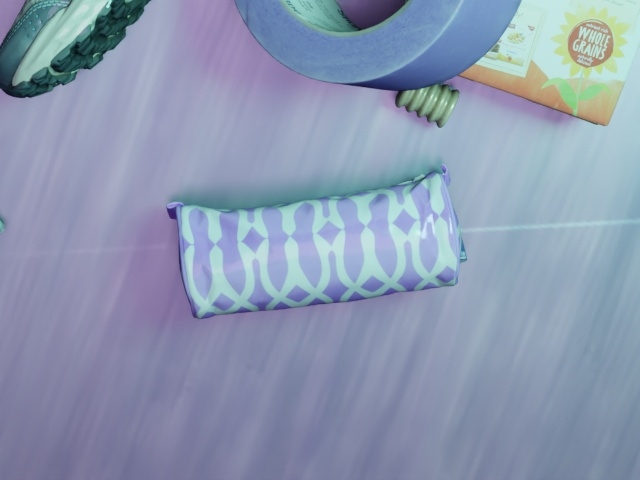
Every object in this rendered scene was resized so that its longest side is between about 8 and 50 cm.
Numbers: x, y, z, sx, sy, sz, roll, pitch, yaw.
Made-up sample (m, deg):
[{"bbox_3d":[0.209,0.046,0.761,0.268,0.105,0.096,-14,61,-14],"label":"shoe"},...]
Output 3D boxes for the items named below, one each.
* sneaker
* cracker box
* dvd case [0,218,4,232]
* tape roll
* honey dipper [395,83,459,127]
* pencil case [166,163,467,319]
[{"bbox_3d":[-0.148,-0.227,1.326,0.122,0.110,0.283,34,92,3],"label":"sneaker"},{"bbox_3d":[0.160,-0.213,1.348,0.155,0.067,0.232,19,102,-6],"label":"cracker box"},{"bbox_3d":[-0.358,-0.002,1.397,0.221,0.018,0.164,-39,101,5],"label":"dvd case"},{"bbox_3d":[0.037,-0.193,1.293,0.189,0.080,0.189,0,91,30],"label":"tape roll"},{"bbox_3d":[0.019,-0.125,1.381,0.160,0.030,0.030,25,100,-6],"label":"honey dipper"},{"bbox_3d":[0.000,0.000,1.382,0.206,0.086,0.088,-8,69,-3],"label":"pencil case"}]
